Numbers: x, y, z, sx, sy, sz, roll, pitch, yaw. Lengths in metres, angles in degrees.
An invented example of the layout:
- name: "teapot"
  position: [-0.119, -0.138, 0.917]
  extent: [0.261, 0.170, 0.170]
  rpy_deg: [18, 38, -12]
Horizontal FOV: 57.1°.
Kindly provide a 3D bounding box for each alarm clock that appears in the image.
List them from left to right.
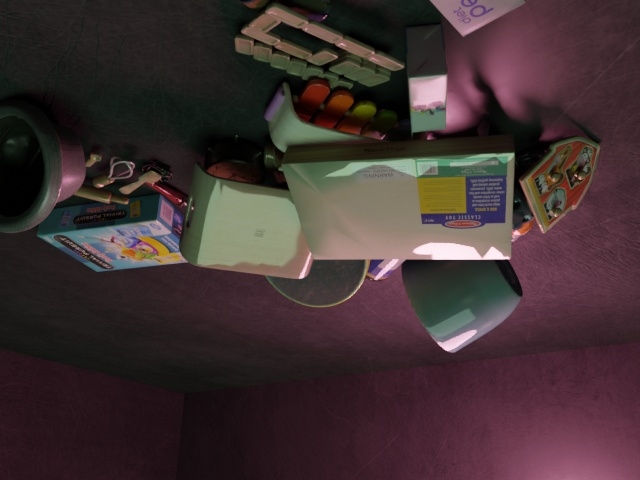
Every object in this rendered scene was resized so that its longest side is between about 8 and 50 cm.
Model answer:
- name: "alarm clock"
  position: [-0.183, -0.148, 1.263]
  extent: [0.129, 0.064, 0.192]
  rpy_deg: [4, 152, -8]

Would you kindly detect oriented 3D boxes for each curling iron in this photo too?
- name: "curling iron"
  position: [-0.329, -0.103, 1.396]
  extent: [0.068, 0.035, 0.274]
  rpy_deg: [-8, 154, 18]

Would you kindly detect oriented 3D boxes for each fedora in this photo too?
- name: "fedora"
  position: [-0.562, -0.144, 1.151]
  extent: [0.275, 0.243, 0.124]
  rpy_deg: [-26, 174, 29]

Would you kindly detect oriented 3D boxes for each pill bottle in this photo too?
- name: "pill bottle"
  position: [0.179, 0.000, 1.490]
  extent: [0.123, 0.122, 0.219]
  rpy_deg: [13, 139, -26]

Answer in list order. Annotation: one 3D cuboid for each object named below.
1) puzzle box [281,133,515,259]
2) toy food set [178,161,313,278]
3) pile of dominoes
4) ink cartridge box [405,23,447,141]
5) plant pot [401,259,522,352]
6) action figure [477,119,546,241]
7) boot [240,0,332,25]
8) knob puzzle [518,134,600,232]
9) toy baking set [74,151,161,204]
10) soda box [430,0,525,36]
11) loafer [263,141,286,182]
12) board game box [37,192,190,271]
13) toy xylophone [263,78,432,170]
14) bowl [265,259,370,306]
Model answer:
- name: "puzzle box"
  position: [0.154, -0.068, 1.117]
  extent: [0.409, 0.052, 0.272]
  rpy_deg: [0, 137, 15]
- name: "toy food set"
  position: [-0.135, -0.042, 1.267]
  extent: [0.306, 0.092, 0.219]
  rpy_deg: [8, 122, -19]
- name: "pile of dominoes"
  position: [-0.006, -0.305, 0.929]
  extent: [0.251, 0.040, 0.196]
  rpy_deg: [14, 173, -31]
- name: "ink cartridge box"
  position: [0.176, -0.255, 0.980]
  extent: [0.062, 0.104, 0.181]
  rpy_deg: [-3, 156, 9]
- name: "plant pot"
  position: [0.399, 0.123, 1.600]
  extent: [0.235, 0.293, 0.293]
  rpy_deg: [-32, 142, 25]
- name: "action figure"
  position: [0.326, -0.091, 1.258]
  extent: [0.330, 0.178, 0.341]
  rpy_deg: [31, 139, -31]
- name: "boot"
  position: [-0.001, -0.363, 0.809]
  extent: [0.219, 0.082, 0.106]
  rpy_deg: [-8, 170, 26]
- name: "knob puzzle"
  position: [0.505, -0.127, 1.199]
  extent: [0.213, 0.213, 0.030]
  rpy_deg: [21, -167, -37]
- name: "toy baking set"
  position: [-0.483, -0.138, 1.284]
  extent: [0.256, 0.030, 0.197]
  rpy_deg: [17, 151, -13]
- name: "soda box"
  position: [0.142, -0.381, 0.723]
  extent: [0.098, 0.091, 0.286]
  rpy_deg: [-20, 148, 37]
- name: "loafer"
  position: [-0.083, -0.167, 1.239]
  extent: [0.050, 0.056, 0.148]
  rpy_deg: [-5, 165, 10]
- name: "board game box"
  position: [-0.511, -0.011, 1.547]
  extent: [0.336, 0.079, 0.254]
  rpy_deg: [-7, 154, 14]
- name: "toy xylophone"
  position: [0.039, -0.194, 1.137]
  extent: [0.323, 0.081, 0.236]
  rpy_deg: [13, 158, -27]
- name: "bowl"
  position: [0.000, 0.000, 1.435]
  extent: [0.290, 0.289, 0.156]
  rpy_deg: [-13, -165, 27]
